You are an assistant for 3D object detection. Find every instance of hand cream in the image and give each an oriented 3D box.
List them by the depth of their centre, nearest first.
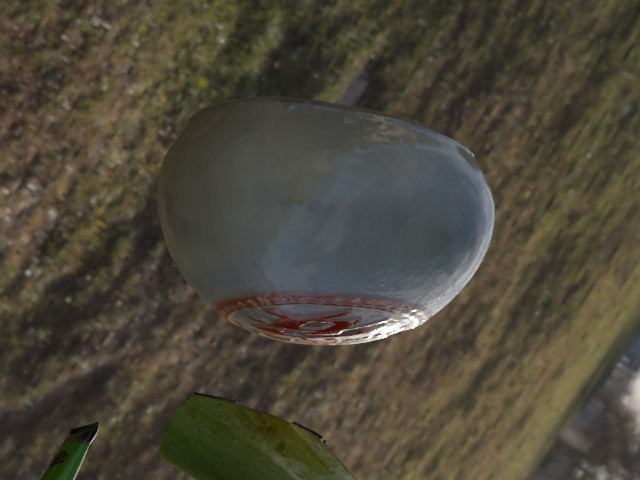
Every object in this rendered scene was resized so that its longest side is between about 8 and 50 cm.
[{"bbox_3d":[-0.182,0.175,0.840,0.036,0.023,0.122,-22,-145,47],"label":"hand cream"}]

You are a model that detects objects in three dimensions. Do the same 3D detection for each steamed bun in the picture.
[{"bbox_3d":[0.000,0.000,0.863,0.232,0.232,0.145,60,38,-76],"label":"steamed bun"}]

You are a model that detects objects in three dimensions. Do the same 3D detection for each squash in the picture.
[{"bbox_3d":[-0.014,0.179,0.908,0.075,0.200,0.090,-40,158,-50],"label":"squash"}]
